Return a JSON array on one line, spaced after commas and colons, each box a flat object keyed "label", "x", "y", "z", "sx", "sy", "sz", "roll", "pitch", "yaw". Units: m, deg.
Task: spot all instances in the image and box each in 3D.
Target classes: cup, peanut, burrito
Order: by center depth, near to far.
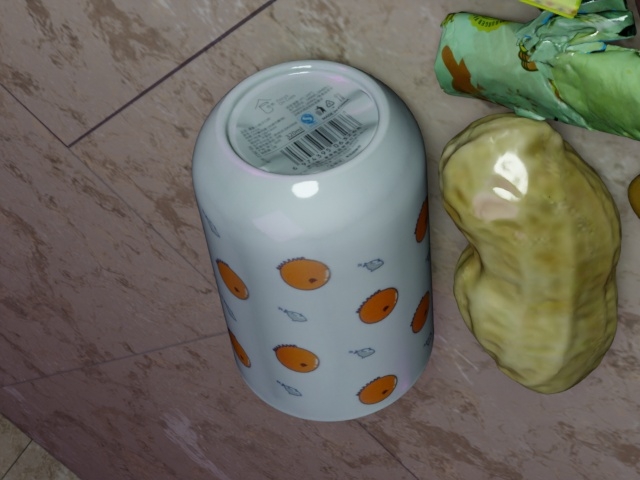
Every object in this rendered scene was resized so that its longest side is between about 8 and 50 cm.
[{"label": "burrito", "x": 0.171, "y": -0.124, "z": 0.715, "sx": 0.288, "sy": 0.054, "sz": 0.104, "roll": 28, "pitch": 155, "yaw": 50}, {"label": "peanut", "x": 0.182, "y": 0.013, "z": 0.881, "sx": 0.147, "sy": 0.147, "sz": 0.305, "roll": 17, "pitch": 144, "yaw": 27}, {"label": "cup", "x": 0.000, "y": 0.000, "z": 0.963, "sx": 0.212, "sy": 0.212, "sz": 0.317, "roll": 21, "pitch": 146, "yaw": 21}]

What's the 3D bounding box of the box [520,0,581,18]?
[{"label": "box", "x": 0.095, "y": -0.292, "z": 0.487, "sx": 0.187, "sy": 0.047, "sz": 0.335, "roll": 21, "pitch": 125, "yaw": 7}]

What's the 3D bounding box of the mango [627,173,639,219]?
[{"label": "mango", "x": 0.299, "y": -0.035, "z": 0.755, "sx": 0.102, "sy": 0.085, "sz": 0.184, "roll": 40, "pitch": 154, "yaw": -9}]

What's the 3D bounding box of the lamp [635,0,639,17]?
[{"label": "lamp", "x": 0.233, "y": -0.179, "z": 0.578, "sx": 0.215, "sy": 0.151, "sz": 0.223, "roll": -11, "pitch": 91, "yaw": 53}]
